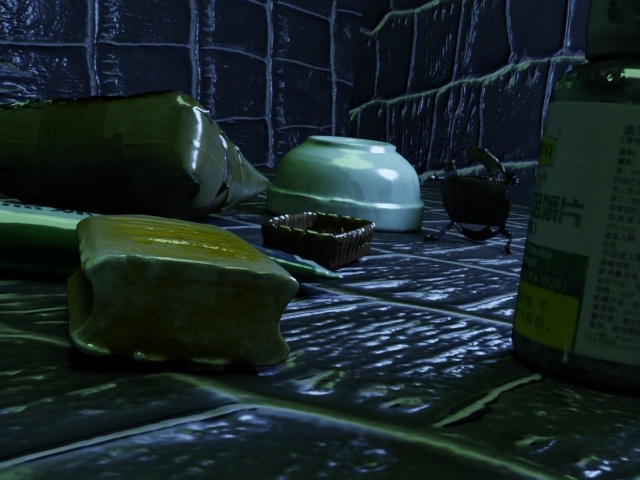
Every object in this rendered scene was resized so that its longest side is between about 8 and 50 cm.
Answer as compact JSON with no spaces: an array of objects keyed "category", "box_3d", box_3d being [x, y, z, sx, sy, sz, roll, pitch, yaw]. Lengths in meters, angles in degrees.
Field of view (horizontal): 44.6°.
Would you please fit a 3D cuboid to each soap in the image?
[{"category":"soap","box_3d":[-0.115,0.029,0.591,0.140,0.073,0.232,9,6,-19]}]

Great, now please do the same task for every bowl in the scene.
[{"category":"bowl","box_3d":[0.052,-0.113,1.507,0.308,0.163,0.307,6,11,-1]}]

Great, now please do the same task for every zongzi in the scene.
[{"category":"zongzi","box_3d":[-0.290,-0.112,1.194,0.356,0.174,0.393,3,-3,12]}]

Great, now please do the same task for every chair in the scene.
[{"category":"chair","box_3d":[0.268,-0.072,1.378,0.149,0.174,0.213,5,18,11]}]

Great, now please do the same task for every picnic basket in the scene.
[{"category":"picnic basket","box_3d":[0.000,0.000,0.977,0.110,0.054,0.193,11,8,18]}]

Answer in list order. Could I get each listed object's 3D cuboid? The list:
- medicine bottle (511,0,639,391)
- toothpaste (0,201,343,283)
[{"category":"medicine bottle","box_3d":[0.240,-0.041,0.610,0.142,0.293,0.141,8,8,-1]},{"category":"toothpaste","box_3d":[-0.172,0.008,0.737,0.393,0.061,0.099,6,5,-20]}]
